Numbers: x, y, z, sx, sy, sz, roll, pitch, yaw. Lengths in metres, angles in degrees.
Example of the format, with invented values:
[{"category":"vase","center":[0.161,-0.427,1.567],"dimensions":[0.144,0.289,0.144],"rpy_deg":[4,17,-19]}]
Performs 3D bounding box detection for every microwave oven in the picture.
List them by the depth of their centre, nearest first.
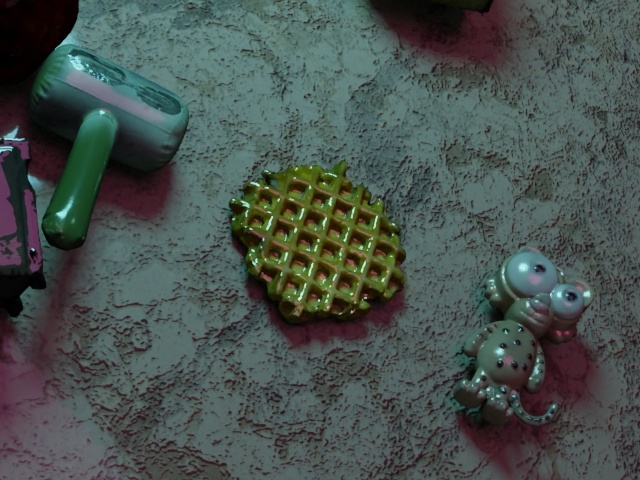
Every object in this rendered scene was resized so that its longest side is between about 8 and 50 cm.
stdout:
[{"category":"microwave oven","center":[-0.458,-0.008,1.276],"dimensions":[0.247,0.188,0.178],"rpy_deg":[-1,71,-30]}]

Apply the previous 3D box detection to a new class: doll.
[{"category":"doll","center":[0.290,0.137,1.598],"dimensions":[0.154,0.119,0.278],"rpy_deg":[24,59,1]}]

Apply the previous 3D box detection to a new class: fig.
[{"category":"fig","center":[-0.447,-0.324,1.444],"dimensions":[0.249,0.186,0.204],"rpy_deg":[33,74,1]}]

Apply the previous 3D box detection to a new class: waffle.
[{"category":"waffle","center":[0.001,-0.001,1.570],"dimensions":[0.254,0.052,0.245],"rpy_deg":[-16,72,-30]}]

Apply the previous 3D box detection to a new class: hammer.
[{"category":"hammer","center":[-0.287,-0.100,1.396],"dimensions":[0.206,0.119,0.336],"rpy_deg":[24,40,-15]}]

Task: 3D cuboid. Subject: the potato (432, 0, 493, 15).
[{"category":"potato","center":[0.160,-0.523,1.804],"dimensions":[0.237,0.289,0.301],"rpy_deg":[3,100,-6]}]
